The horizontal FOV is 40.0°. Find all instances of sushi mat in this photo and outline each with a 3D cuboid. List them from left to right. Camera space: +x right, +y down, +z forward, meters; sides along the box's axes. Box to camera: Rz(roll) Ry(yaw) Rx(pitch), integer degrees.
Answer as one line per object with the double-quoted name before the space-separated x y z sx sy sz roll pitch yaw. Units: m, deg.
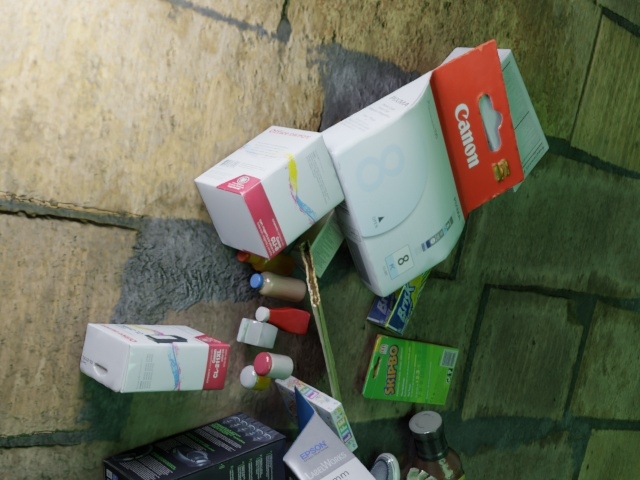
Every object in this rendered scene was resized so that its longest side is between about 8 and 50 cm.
"sushi mat" 0.006 0.164 1.475 0.019 0.151 0.316 -12 131 -1

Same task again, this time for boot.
"boot" 0.094 0.512 1.729 0.086 0.069 0.190 9 97 -46

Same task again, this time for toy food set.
"toy food set" -0.095 0.131 1.426 0.104 0.111 0.232 17 87 -42

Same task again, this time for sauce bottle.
"sauce bottle" 0.251 0.511 1.848 0.111 0.111 0.344 -36 122 -31

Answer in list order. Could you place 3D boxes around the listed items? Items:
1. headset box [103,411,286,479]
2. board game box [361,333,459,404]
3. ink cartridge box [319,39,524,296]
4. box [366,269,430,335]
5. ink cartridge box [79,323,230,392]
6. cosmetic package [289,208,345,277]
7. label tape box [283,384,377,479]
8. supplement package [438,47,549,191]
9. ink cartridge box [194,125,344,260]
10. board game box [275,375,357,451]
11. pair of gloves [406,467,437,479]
"headset box" -0.185 0.436 1.409 0.283 0.131 0.246 -13 109 -40
"board game box" 0.177 0.260 1.763 0.259 0.039 0.124 15 90 -46
"ink cartridge box" 0.201 -0.123 1.520 0.385 0.091 0.308 -30 124 -14
"box" 0.154 0.092 1.679 0.054 0.059 0.169 31 79 -41
"ink cartridge box" -0.241 0.171 1.289 0.175 0.127 0.072 7 95 -44
"cosmetic package" 0.000 0.000 1.526 0.060 0.041 0.115 46 70 -40
"label tape box" 0.017 0.437 1.433 0.106 0.334 0.240 -27 137 -24
"supplement package" 0.317 -0.231 1.692 0.139 0.134 0.244 -49 128 -22
"ink cartridge box" -0.076 -0.079 1.374 0.176 0.128 0.127 -40 125 -27
"board game box" -0.008 0.298 1.519 0.026 0.154 0.103 -36 123 -27
"pair of gloves" 0.211 0.572 1.773 0.240 0.042 0.204 30 95 -33
